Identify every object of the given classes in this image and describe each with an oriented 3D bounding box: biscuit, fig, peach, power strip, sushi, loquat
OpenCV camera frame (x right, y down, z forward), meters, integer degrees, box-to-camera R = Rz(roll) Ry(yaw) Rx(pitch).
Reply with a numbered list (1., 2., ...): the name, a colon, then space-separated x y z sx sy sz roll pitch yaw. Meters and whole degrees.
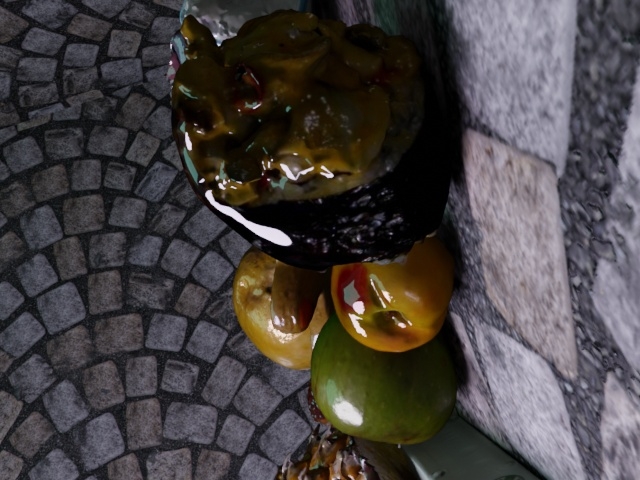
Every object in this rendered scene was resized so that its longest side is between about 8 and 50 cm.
1. biscuit: 0.002 0.000 0.836 0.432 0.064 0.283 69 -152 -57
2. fig: 0.078 0.147 0.775 0.181 0.180 0.191 -168 83 -82
3. peach: 0.073 0.041 0.664 0.138 0.138 0.138 160 90 -83
4. power strip: 0.179 0.275 0.671 0.385 0.091 0.062 179 68 -82
5. sushi: -0.006 -0.095 0.537 0.204 0.213 0.200 69 180 -52
6. loquat: -0.039 0.115 1.241 0.284 0.275 0.276 85 163 -75

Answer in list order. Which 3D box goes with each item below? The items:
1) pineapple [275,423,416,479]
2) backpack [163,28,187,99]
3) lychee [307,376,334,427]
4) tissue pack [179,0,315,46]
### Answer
1. pineapple: 0.058 0.438 0.893 0.352 0.300 0.352 40 -169 -10
2. backpack: -0.111 -0.212 1.048 0.283 0.197 0.317 -73 -37 -66
3. lychee: 0.060 0.358 1.510 0.188 0.188 0.188 160 90 -83
4. tissue pack: -0.071 -0.250 0.732 0.271 0.124 0.202 102 -177 -78
